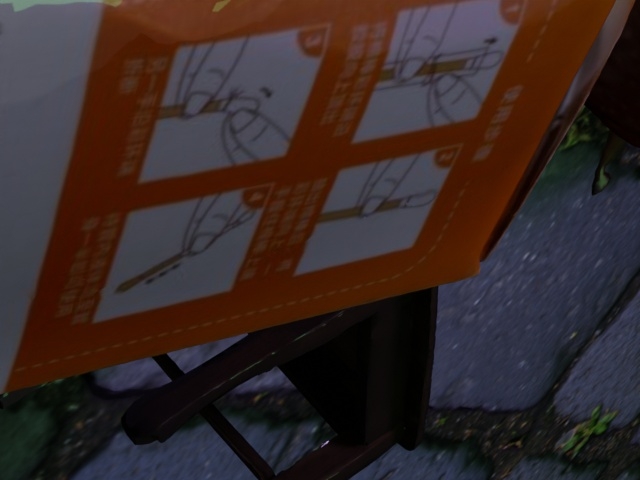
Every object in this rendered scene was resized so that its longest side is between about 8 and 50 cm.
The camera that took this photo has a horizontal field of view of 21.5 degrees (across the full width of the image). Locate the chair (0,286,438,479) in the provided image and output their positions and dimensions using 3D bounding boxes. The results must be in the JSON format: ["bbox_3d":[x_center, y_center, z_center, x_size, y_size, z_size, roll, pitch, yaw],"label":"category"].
[{"bbox_3d":[0.000,0.000,0.831,0.319,0.186,0.160,-31,145,-24],"label":"chair"}]

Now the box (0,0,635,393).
[{"bbox_3d":[-0.117,-0.080,0.429,0.341,0.225,0.143,-13,141,-32],"label":"box"}]

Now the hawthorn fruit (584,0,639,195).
[{"bbox_3d":[0.201,-0.124,0.940,0.207,0.207,0.243,-16,143,-47],"label":"hawthorn fruit"}]
